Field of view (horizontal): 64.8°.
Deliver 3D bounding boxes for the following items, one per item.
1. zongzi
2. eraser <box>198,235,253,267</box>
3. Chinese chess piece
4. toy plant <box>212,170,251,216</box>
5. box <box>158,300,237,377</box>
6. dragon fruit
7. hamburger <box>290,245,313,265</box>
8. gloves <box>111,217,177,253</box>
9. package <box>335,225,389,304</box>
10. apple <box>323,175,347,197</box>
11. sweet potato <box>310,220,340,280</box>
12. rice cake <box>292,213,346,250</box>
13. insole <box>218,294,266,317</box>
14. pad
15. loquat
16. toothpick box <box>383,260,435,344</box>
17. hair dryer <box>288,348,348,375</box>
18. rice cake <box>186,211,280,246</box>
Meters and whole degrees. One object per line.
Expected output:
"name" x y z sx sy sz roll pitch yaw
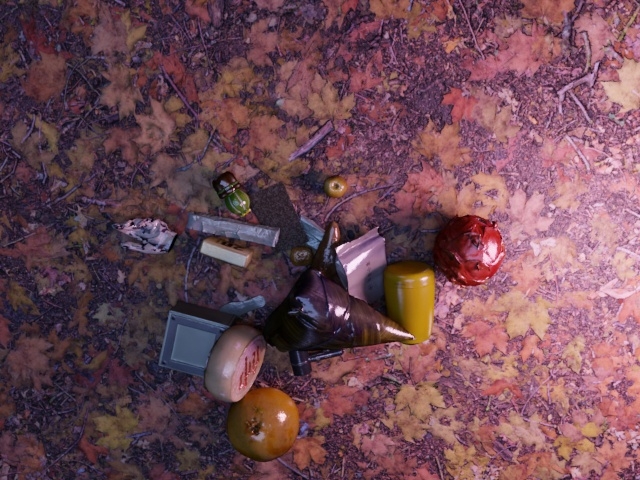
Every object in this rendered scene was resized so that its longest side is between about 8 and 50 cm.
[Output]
"zongzi" 0.046 0.313 1.723 0.433 0.207 0.403 25 142 -12
"eraser" -0.331 0.038 1.782 0.172 0.117 0.058 19 100 0
"Chinese chess piece" -0.297 0.428 1.770 0.112 0.270 0.269 18 100 16
"toy plant" -0.305 -0.158 1.760 0.093 0.093 0.162 -34 97 8
"box" -0.449 0.369 1.840 0.225 0.117 0.224 14 102 1
"dragon fruit" 0.494 0.037 1.690 0.241 0.241 0.252 13 89 1
"hamburger" -0.067 0.057 1.809 0.084 0.044 0.076 -9 98 7
"gloves" -0.630 -0.025 1.795 0.212 0.111 0.127 24 124 -4
"package" 0.155 0.098 1.750 0.204 0.062 0.250 -28 112 -30
"apple" 0.051 -0.186 1.748 0.084 0.071 0.083 0 100 3
"sweet potato" 0.006 0.094 1.755 0.114 0.092 0.341 35 115 15
"rice cake" 0.000 0.000 1.796 0.226 0.040 0.085 36 106 -4
"insole" -0.292 0.248 1.872 0.189 0.004 0.064 -18 99 6
"pad" -0.150 -0.077 1.784 0.158 0.003 0.234 -21 98 26
"loquat" -0.207 0.661 1.827 0.264 0.263 0.262 0 100 3
"toothpick box" 0.312 0.221 1.755 0.175 0.175 0.271 -4 106 4
"hair dryer" -0.006 0.417 1.860 0.219 0.071 0.124 -10 99 -2
"rice cake" -0.312 -0.043 1.789 0.337 0.063 0.066 11 105 6
